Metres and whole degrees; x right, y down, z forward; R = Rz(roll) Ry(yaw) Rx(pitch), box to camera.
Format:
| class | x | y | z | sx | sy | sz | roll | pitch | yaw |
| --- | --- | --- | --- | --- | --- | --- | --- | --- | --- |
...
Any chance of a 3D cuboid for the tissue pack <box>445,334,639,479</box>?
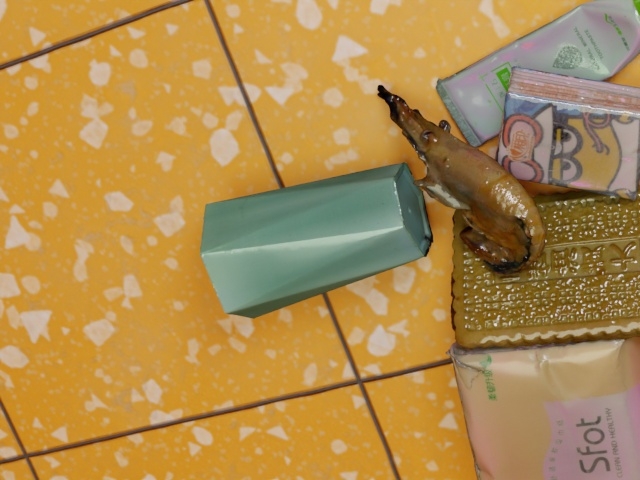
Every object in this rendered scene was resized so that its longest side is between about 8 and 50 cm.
| class | x | y | z | sx | sy | sz | roll | pitch | yaw |
| --- | --- | --- | --- | --- | --- | --- | --- | --- | --- |
| tissue pack | 0.271 | 0.201 | 1.557 | 0.215 | 0.123 | 0.256 | -7 | 117 | 18 |

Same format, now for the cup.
| class | x | y | z | sx | sy | sz | roll | pitch | yaw |
| --- | --- | --- | --- | --- | --- | --- | --- | --- | --- |
| cup | 0.000 | 0.000 | 1.553 | 0.236 | 0.134 | 0.148 | -13 | 110 | 21 |

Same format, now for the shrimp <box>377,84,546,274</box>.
| class | x | y | z | sx | sy | sz | roll | pitch | yaw |
| --- | --- | --- | --- | --- | --- | --- | --- | --- | --- |
| shrimp | 0.130 | -0.060 | 1.477 | 0.262 | 0.066 | 0.117 | 42 | 131 | 29 |

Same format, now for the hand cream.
| class | x | y | z | sx | sy | sz | roll | pitch | yaw |
| --- | --- | --- | --- | --- | --- | --- | --- | --- | --- |
| hand cream | 0.249 | -0.190 | 1.448 | 0.275 | 0.050 | 0.079 | -27 | 74 | 30 |

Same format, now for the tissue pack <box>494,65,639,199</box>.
| class | x | y | z | sx | sy | sz | roll | pitch | yaw |
| --- | --- | --- | --- | --- | --- | --- | --- | --- | --- |
| tissue pack | 0.264 | -0.109 | 1.440 | 0.155 | 0.065 | 0.115 | 9 | 132 | 7 |

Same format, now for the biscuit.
| class | x | y | z | sx | sy | sz | roll | pitch | yaw |
| --- | --- | --- | --- | --- | --- | --- | --- | --- | --- |
| biscuit | 0.260 | 0.025 | 1.477 | 0.255 | 0.029 | 0.172 | -7 | 67 | 19 |
